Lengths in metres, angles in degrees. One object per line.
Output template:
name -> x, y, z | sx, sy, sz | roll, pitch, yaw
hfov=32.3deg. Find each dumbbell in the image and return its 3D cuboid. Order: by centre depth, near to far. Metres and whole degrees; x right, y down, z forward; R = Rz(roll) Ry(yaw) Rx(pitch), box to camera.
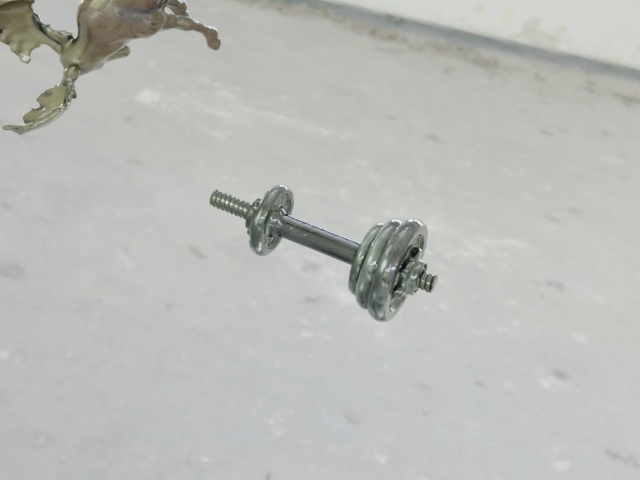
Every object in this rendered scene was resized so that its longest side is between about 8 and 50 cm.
dumbbell -> 0.000, 0.000, 1.125 | 0.255, 0.110, 0.110 | 21, 22, 17

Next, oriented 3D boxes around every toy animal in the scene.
toy animal -> -0.169, -0.185, 0.885 | 0.186, 0.214, 0.094 | -13, 49, -43
